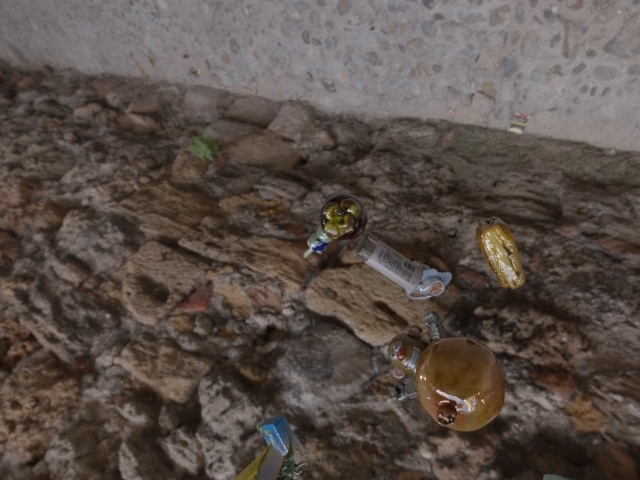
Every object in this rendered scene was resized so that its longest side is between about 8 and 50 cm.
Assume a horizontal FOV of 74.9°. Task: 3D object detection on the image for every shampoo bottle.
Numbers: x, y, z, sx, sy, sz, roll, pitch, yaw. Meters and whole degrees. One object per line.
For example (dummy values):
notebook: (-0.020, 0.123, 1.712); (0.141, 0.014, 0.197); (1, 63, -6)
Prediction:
shampoo bottle: (0.217, 0.069, 1.313); (0.228, 0.086, 0.056); (32, 157, -14)

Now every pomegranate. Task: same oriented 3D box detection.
pomegranate: (0.379, 0.405, 1.161); (0.229, 0.270, 0.251); (-2, 105, 37)

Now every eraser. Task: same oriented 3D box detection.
eraser: (-0.210, 0.712, 1.197); (0.069, 0.226, 0.158); (43, -167, 4)

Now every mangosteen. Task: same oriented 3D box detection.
mangosteen: (0.080, -0.091, 1.591); (0.192, 0.192, 0.217); (31, -178, 20)

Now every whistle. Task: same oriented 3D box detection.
whistle: (0.000, 0.000, 1.902); (0.092, 0.110, 0.244); (43, 121, 3)

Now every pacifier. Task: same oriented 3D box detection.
pacifier: (0.525, 0.188, 2.143); (0.279, 0.207, 0.227); (14, 135, -37)

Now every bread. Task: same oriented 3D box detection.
bread: (0.605, 0.038, 1.424); (0.099, 0.210, 0.234); (-20, 98, 16)

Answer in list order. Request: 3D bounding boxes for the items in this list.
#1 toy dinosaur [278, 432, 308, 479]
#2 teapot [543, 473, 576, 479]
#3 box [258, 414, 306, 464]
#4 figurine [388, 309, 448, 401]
toy dinosaur: (-0.111, 0.743, 1.394); (0.187, 0.106, 0.044); (37, 161, 51)
teapot: (0.637, 0.703, 1.055); (0.163, 0.148, 0.239); (28, 150, -2)
box: (-0.165, 0.855, 1.784); (0.139, 0.073, 0.194); (-36, 82, 47)
figurine: (0.366, 0.433, 1.496); (0.285, 0.342, 0.167); (27, 163, 48)
